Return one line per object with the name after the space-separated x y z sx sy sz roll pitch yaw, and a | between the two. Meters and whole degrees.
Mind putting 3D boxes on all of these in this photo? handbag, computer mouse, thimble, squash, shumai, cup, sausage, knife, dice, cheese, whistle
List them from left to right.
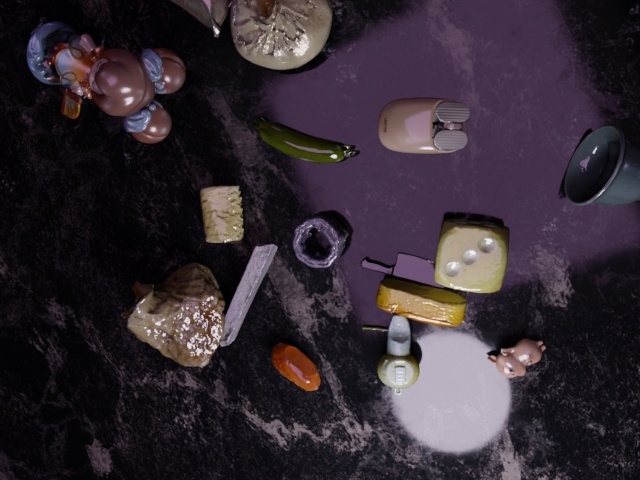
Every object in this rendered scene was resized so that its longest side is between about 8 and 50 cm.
-0.438 0.232 1.521 0.266 0.262 0.315 -14 85 33 | shumai
-0.342 -0.713 1.458 0.270 0.117 0.183 37 97 8 | handbag
-0.290 -0.078 1.549 0.123 0.094 0.168 -1 98 17 | cheese
-0.072 0.376 1.567 0.179 0.089 0.089 36 106 9 | sausage
-0.058 -0.269 1.473 0.318 0.080 0.071 20 141 12 | squash
-0.002 -0.001 1.484 0.149 0.098 0.150 3 100 15 | thimble
0.219 0.320 1.481 0.122 0.123 0.223 0 86 15 | whistle
0.235 0.074 1.478 0.245 0.019 0.072 13 100 9 | knife
0.267 -0.300 1.377 0.236 0.082 0.145 7 100 15 | computer mouse
0.385 0.036 1.350 0.169 0.169 0.167 7 100 13 | dice
0.707 -0.156 1.248 0.149 0.199 0.199 18 103 -6 | cup

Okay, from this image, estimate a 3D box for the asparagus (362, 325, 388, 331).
0.177 0.259 1.521 0.114 0.014 0.015 4 133 15 | asparagus

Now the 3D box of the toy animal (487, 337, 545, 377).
0.533 0.316 1.410 0.150 0.089 0.084 -35 68 20 | toy animal

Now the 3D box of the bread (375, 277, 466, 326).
0.273 0.175 1.438 0.245 0.102 0.095 13 101 11 | bread

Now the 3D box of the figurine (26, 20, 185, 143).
-0.611 -0.463 1.519 0.387 0.248 0.277 25 107 19 | figurine

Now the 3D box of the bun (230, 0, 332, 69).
-0.110 -0.597 1.396 0.286 0.146 0.288 2 99 12 | bun

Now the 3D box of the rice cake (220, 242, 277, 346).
-0.225 0.158 1.580 0.056 0.072 0.365 28 105 12 | rice cake
